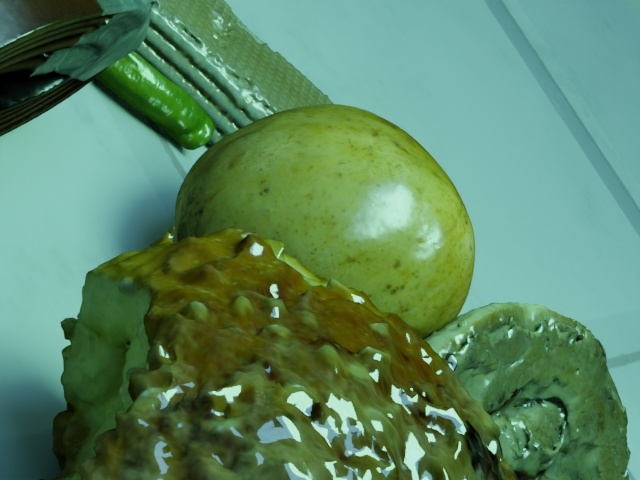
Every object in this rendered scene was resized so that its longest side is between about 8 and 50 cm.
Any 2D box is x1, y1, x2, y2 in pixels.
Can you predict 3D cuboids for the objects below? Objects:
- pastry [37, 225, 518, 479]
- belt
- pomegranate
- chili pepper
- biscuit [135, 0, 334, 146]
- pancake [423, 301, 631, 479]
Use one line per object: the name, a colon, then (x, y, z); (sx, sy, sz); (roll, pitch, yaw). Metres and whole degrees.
pastry: (-0.029, 0.187, 1.331); (0.337, 0.292, 0.405); (22, 28, -16)
belt: (-0.257, -0.164, 1.504); (0.122, 0.217, 0.339); (53, 25, 3)
pomegranate: (0.000, 0.000, 1.682); (0.260, 0.260, 0.260); (37, 30, -26)
chili pepper: (-0.178, -0.156, 1.806); (0.202, 0.052, 0.050); (42, 48, -18)
biscuit: (-0.081, -0.149, 1.915); (0.426, 0.078, 0.144); (43, 27, -18)
pancake: (0.151, 0.237, 1.651); (0.387, 0.082, 0.387); (8, 79, -51)
